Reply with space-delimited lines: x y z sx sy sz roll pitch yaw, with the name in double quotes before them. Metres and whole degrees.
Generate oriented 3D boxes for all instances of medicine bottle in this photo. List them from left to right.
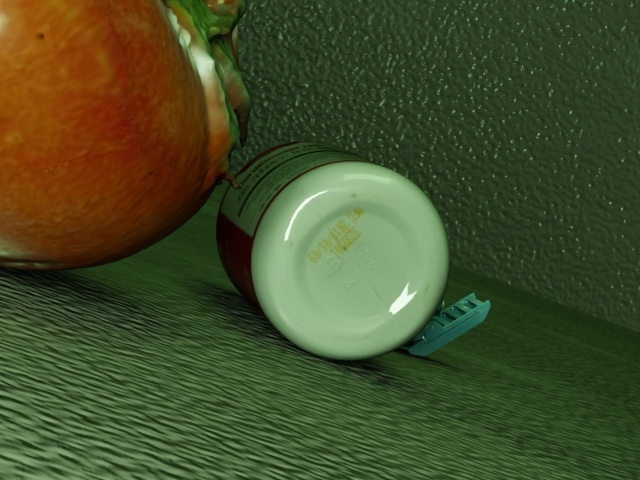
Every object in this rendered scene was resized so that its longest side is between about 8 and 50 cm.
"medicine bottle" 0.000 0.000 1.349 0.131 0.131 0.250 20 4 -14

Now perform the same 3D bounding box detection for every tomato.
"tomato" -0.193 -0.142 1.083 0.273 0.341 0.341 -10 -3 11

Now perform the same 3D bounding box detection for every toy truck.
"toy truck" 0.082 0.052 1.504 0.090 0.073 0.056 18 4 -25
